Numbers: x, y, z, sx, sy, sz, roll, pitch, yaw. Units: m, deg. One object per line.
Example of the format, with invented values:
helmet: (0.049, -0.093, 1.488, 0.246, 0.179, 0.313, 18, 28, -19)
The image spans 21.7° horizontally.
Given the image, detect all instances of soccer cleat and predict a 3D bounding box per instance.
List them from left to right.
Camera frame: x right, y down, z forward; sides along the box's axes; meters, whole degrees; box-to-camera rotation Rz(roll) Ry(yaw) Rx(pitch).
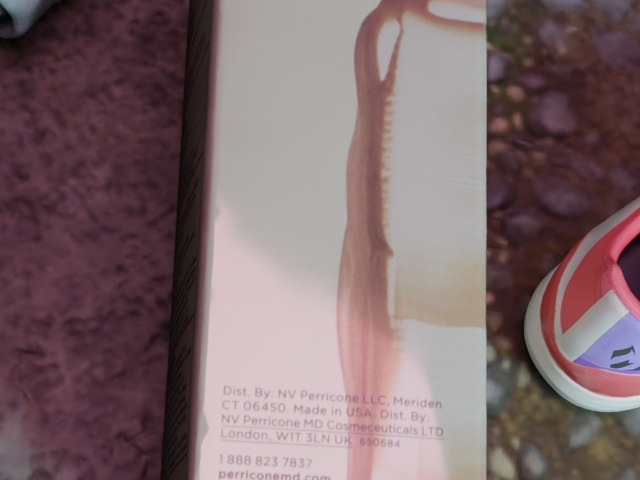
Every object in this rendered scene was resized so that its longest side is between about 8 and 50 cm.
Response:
soccer cleat: (0.247, -0.023, 0.831, 0.318, 0.116, 0.109, -30, 79, -15)

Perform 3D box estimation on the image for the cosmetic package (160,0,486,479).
cosmetic package: (0.000, 0.000, 0.773, 0.129, 0.153, 0.296, 4, 74, -9)

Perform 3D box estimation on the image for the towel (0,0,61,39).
towel: (-0.204, -0.323, 0.872, 0.374, 0.090, 0.320, 36, 73, 3)
